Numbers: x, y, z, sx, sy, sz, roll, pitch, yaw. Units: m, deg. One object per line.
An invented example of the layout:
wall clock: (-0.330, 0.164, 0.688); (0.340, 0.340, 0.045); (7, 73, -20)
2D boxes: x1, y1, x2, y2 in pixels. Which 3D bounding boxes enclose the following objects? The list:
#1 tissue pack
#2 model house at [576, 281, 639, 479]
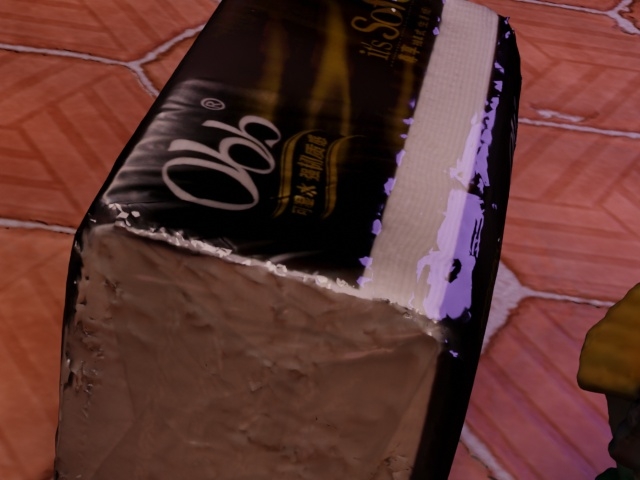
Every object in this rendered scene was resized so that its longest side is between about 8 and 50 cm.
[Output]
tissue pack: (0.000, 0.000, 0.857); (0.198, 0.210, 0.370); (11, 31, 6)
model house: (0.235, 0.040, 0.759); (0.230, 0.248, 0.280); (-2, 18, 39)
